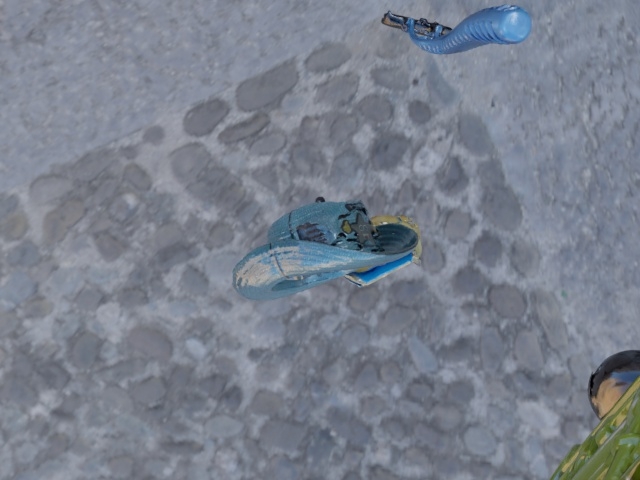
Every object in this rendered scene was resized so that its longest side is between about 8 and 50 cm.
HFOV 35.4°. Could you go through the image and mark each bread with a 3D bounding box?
[{"bbox_3d":[0.057,0.007,1.088,0.072,0.053,0.106,28,137,-34],"label":"bread"}]

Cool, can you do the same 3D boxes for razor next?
[{"bbox_3d":[0.135,-0.200,0.967,0.082,0.253,0.042,11,95,-18],"label":"razor"}]

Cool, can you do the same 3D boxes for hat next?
[{"bbox_3d":[0.000,0.000,0.917,0.191,0.138,0.078,-20,80,46],"label":"hat"}]

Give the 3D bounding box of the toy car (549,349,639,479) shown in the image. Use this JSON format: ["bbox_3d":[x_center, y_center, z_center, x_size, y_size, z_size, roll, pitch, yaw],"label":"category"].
[{"bbox_3d":[0.171,0.121,0.431,0.142,0.200,0.248,33,138,13],"label":"toy car"}]
